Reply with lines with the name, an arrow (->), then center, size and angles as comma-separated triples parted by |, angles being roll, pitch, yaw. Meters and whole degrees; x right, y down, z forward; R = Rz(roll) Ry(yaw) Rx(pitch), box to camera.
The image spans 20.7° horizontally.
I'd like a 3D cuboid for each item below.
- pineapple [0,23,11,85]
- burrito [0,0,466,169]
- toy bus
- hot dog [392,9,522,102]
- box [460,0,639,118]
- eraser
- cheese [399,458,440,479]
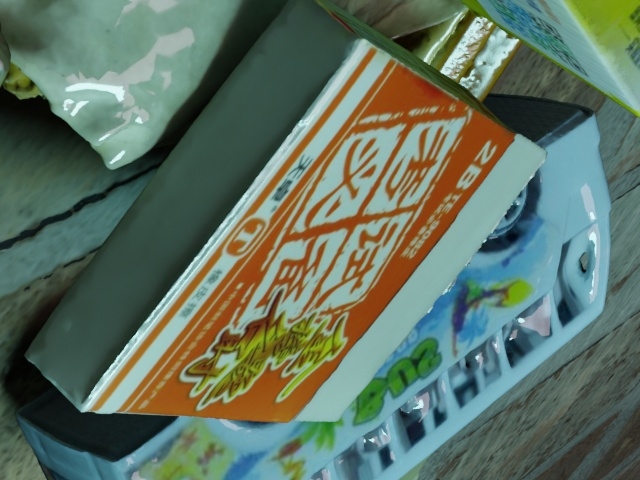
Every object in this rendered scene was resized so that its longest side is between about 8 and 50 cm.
pineapple -> -0.198, 0.035, 0.447 | 0.165, 0.165, 0.364 | -21, 151, -50
burrito -> 0.034, -0.133, 0.666 | 0.392, 0.076, 0.117 | -33, 129, -34
toy bus -> 0.016, 0.049, 0.888 | 0.330, 0.109, 0.136 | -35, 117, -28
hot dog -> 0.073, -0.116, 0.835 | 0.072, 0.055, 0.188 | -9, 139, -55
box -> 0.081, -0.165, 0.524 | 0.168, 0.097, 0.265 | -48, 148, 0
eraser -> 0.000, 0.000, 0.676 | 0.157, 0.038, 0.230 | -53, 159, 9
cheese -> -0.020, 0.144, 1.059 | 0.233, 0.127, 0.266 | -30, 157, -38
